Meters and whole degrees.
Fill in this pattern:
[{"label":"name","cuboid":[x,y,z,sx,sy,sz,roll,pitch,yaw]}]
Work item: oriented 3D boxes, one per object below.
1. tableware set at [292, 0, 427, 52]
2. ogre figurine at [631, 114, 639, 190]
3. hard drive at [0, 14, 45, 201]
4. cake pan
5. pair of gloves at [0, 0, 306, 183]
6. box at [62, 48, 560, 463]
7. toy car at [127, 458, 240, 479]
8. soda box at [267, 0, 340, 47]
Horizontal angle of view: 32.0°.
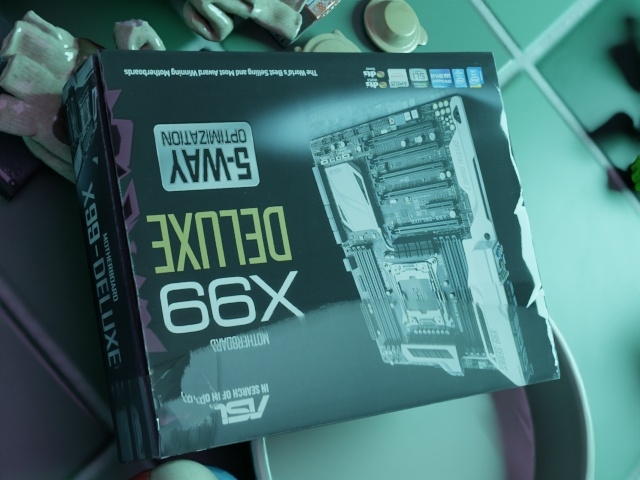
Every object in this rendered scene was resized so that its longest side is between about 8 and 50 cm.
[{"label":"tableware set","cuboid":[0.061,-0.128,0.918,0.169,0.020,0.141,-38,96,-31]},{"label":"ogre figurine","cuboid":[0.363,-0.126,1.043,0.118,0.097,0.197,18,51,-4]},{"label":"hard drive","cuboid":[-0.229,-0.104,0.750,0.135,0.022,0.094,43,60,-11]},{"label":"cake pan","cuboid":[0.073,0.142,0.823,0.293,0.054,0.293,9,71,-26]},{"label":"pair of gloves","cuboid":[-0.107,-0.144,0.764,0.204,0.042,0.240,18,89,-34]},{"label":"box","cuboid":[0.000,0.000,0.741,0.308,0.076,0.242,-5,80,-31]},{"label":"toy car","cuboid":[-0.128,0.259,0.628,0.238,0.219,0.210,-25,88,-3]},{"label":"soda box","cuboid":[-0.060,-0.240,0.858,0.183,0.063,0.058,47,60,-10]}]
